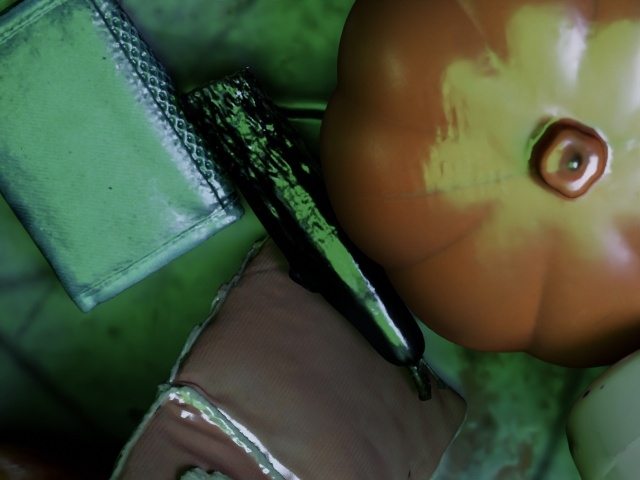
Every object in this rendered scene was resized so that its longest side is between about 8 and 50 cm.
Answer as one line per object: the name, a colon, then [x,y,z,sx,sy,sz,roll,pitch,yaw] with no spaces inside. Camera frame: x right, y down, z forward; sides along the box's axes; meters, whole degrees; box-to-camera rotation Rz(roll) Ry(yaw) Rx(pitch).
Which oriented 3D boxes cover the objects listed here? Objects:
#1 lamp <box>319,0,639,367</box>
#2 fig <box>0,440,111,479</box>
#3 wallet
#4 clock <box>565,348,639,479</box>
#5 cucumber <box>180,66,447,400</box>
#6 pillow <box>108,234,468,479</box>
lamp: [0.092,-0.043,0.682,0.188,0.164,0.187,1,103,6]
fig: [-0.122,0.191,0.729,0.263,0.224,0.224,26,104,-10]
wallet: [-0.100,-0.044,0.762,0.088,0.026,0.129,-32,98,4]
clock: [0.265,0.050,0.661,0.309,0.284,0.114,-32,56,13]
cucumber: [0.000,0.000,0.743,0.039,0.043,0.163,-34,86,-3]
pillow: [-0.019,0.099,0.703,0.126,0.232,0.043,42,130,-12]
